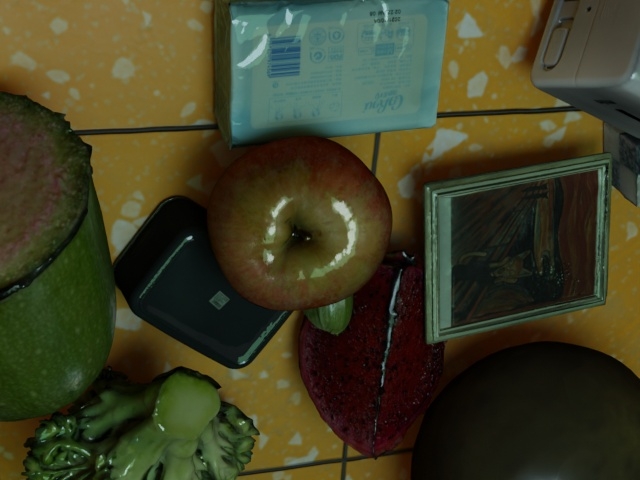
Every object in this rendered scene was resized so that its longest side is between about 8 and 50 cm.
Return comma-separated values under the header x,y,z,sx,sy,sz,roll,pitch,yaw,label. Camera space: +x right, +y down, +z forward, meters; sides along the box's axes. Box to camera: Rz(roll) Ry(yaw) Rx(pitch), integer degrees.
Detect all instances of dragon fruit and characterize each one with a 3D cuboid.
x,y,z,sx,sy,sz,roll,pitch,yaw,label
0.068,0.125,1.787,0.189,0.163,0.262,11,102,4,dragon fruit

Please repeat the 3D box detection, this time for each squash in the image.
x,y,z,sx,sy,sz,roll,pitch,yaw,label
0.000,0.000,1.702,0.069,0.069,0.239,-10,95,-17,squash
-0.353,0.047,1.534,0.310,0.310,0.309,-25,143,-8,squash

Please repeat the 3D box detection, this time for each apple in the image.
x,y,z,sx,sy,sz,roll,pitch,yaw,label
-0.026,-0.018,1.586,0.209,0.164,0.210,0,98,2,apple

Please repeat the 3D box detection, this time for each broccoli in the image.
x,y,z,sx,sy,sz,roll,pitch,yaw,label
-0.191,0.248,1.667,0.248,0.245,0.288,47,53,-4,broccoli

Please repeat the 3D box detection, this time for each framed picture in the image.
x,y,z,sx,sy,sz,roll,pitch,yaw,label
0.253,0.009,1.773,0.273,0.016,0.217,-11,112,-21,framed picture

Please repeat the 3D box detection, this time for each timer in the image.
x,y,z,sx,sy,sz,roll,pitch,yaw,label
0.399,-0.239,1.674,0.195,0.194,0.192,21,85,-28,timer

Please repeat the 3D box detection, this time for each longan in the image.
x,y,z,sx,sy,sz,roll,pitch,yaw,label
0.284,0.320,1.847,0.404,0.336,0.405,-35,144,-31,longan

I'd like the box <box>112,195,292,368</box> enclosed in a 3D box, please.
x,y,z,sx,sy,sz,roll,pitch,yaw,label
-0.136,0.056,1.698,0.201,0.090,0.144,35,100,-32,box

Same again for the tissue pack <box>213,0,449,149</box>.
x,y,z,sx,sy,sz,roll,pitch,yaw,label
0.009,-0.210,1.624,0.263,0.089,0.177,-8,121,-20,tissue pack

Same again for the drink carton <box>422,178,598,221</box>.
x,y,z,sx,sy,sz,roll,pitch,yaw,label
0.248,-0.021,1.821,0.222,0.071,0.096,-15,118,-14,drink carton

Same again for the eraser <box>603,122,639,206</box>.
x,y,z,sx,sy,sz,roll,pitch,yaw,label
0.576,-0.151,1.873,0.403,0.096,0.098,-16,121,-15,eraser
